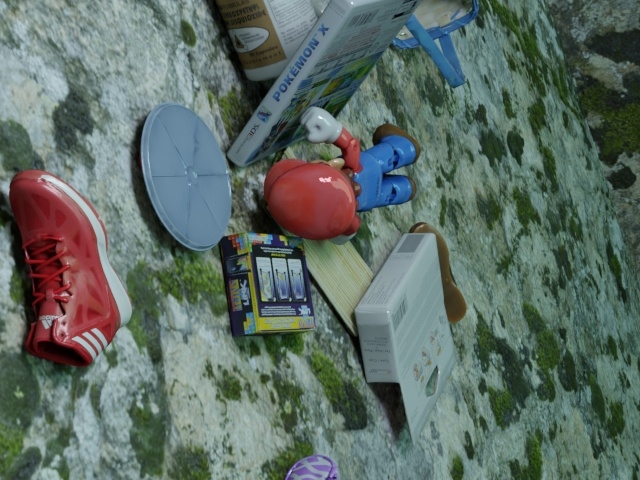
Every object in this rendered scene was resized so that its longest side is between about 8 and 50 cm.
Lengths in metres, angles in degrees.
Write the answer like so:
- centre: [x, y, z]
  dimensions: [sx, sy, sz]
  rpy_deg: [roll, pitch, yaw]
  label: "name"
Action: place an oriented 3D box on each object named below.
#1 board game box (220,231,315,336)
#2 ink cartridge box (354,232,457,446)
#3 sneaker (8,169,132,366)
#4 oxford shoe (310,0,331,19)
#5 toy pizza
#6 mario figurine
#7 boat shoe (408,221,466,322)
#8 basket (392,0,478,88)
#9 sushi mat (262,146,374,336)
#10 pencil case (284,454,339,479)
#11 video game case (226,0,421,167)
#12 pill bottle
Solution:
- centre: [-0.073, 0.063, 1.832]
  dimensions: [0.170, 0.048, 0.141]
  rpy_deg: [7, 75, -63]
  label: "board game box"
- centre: [0.150, 0.164, 2.213]
  dimensions: [0.296, 0.066, 0.261]
  rpy_deg: [-52, 135, -58]
  label: "ink cartridge box"
- centre: [-0.281, 0.041, 1.385]
  dimensions: [0.221, 0.087, 0.128]
  rpy_deg: [62, 29, -27]
  label: "sneaker"
- centre: [-0.056, -0.510, 2.047]
  dimensions: [0.449, 0.130, 0.169]
  rpy_deg: [61, 24, 0]
  label: "oxford shoe"
- centre: [-0.182, -0.082, 1.698]
  dimensions: [0.201, 0.032, 0.201]
  rpy_deg: [38, 46, -51]
  label: "toy pizza"
- centre: [0.015, -0.096, 1.949]
  dimensions: [0.320, 0.170, 0.198]
  rpy_deg: [-20, 86, -54]
  label: "mario figurine"
- centre: [0.204, 0.056, 2.378]
  dimensions: [0.207, 0.073, 0.073]
  rpy_deg: [70, -11, -22]
  label: "boat shoe"
- centre: [0.180, -0.448, 2.389]
  dimensions: [0.255, 0.201, 0.289]
  rpy_deg: [45, 31, -51]
  label: "basket"
- centre: [0.000, 0.000, 2.040]
  dimensions: [0.316, 0.019, 0.151]
  rpy_deg: [56, 34, -37]
  label: "sushi mat"
- centre: [0.023, 0.394, 1.830]
  dimensions: [0.206, 0.088, 0.086]
  rpy_deg: [63, 32, -29]
  label: "pencil case"
- centre: [0.019, -0.259, 1.914]
  dimensions: [0.036, 0.300, 0.329]
  rpy_deg: [41, 28, 8]
  label: "video game case"
- centre: [-0.088, -0.361, 1.896]
  dimensions: [0.229, 0.131, 0.131]
  rpy_deg: [68, 28, -19]
  label: "pill bottle"
